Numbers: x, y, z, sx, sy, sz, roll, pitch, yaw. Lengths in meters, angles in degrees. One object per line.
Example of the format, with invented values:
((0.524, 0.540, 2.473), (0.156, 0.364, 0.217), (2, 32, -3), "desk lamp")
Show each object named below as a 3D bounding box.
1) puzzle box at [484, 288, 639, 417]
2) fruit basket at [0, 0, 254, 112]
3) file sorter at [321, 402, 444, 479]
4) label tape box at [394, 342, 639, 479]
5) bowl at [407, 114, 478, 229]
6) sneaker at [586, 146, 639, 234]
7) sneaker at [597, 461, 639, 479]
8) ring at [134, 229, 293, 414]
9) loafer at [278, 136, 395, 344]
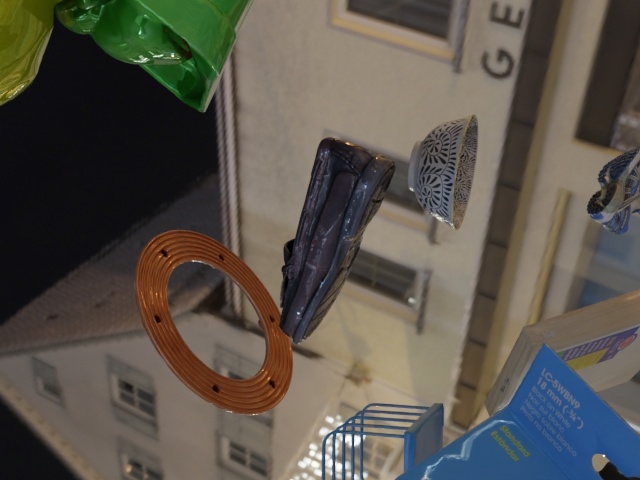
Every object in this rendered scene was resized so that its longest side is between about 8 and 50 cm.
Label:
((0.426, 0.189, 1.533), (0.272, 0.052, 0.409), (-16, -24, -7), "puzzle box")
((-0.236, -0.211, 0.702), (0.283, 0.392, 0.392), (177, 117, -80), "fruit basket")
((0.074, 0.255, 1.069), (0.170, 0.105, 0.118), (-3, -87, -73), "file sorter")
((0.139, 0.280, 0.679), (0.106, 0.240, 0.333), (-8, -50, -34), "label tape box")
((0.174, -0.104, 1.378), (0.170, 0.080, 0.170), (10, -90, -74), "bowl")
((0.368, -0.058, 1.149), (0.052, 0.058, 0.135), (-22, 26, 54), "sneaker")
((0.330, 0.253, 0.848), (0.094, 0.235, 0.153), (62, -145, -61), "sneaker")
((-0.172, 0.132, 1.538), (0.032, 0.336, 0.336), (-35, -4, 29), "ring")
((0.000, 0.000, 1.214), (0.109, 0.095, 0.302), (-43, -19, -54), "loafer")
